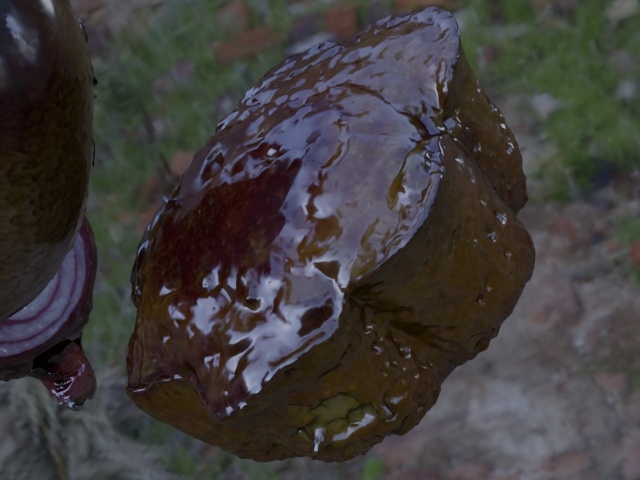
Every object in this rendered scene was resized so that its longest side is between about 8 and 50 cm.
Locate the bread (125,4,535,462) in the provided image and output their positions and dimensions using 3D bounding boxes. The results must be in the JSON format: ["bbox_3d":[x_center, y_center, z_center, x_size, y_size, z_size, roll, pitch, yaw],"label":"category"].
[{"bbox_3d":[-0.007,0.011,0.761,0.246,0.135,0.232,-28,35,36],"label":"bread"}]

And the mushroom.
[{"bbox_3d":[-0.252,-0.081,0.813,0.278,0.297,0.163,-37,-7,21],"label":"mushroom"}]

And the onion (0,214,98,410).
[{"bbox_3d":[-0.243,0.045,1.112,0.173,0.198,0.135,-37,31,-14],"label":"onion"}]
